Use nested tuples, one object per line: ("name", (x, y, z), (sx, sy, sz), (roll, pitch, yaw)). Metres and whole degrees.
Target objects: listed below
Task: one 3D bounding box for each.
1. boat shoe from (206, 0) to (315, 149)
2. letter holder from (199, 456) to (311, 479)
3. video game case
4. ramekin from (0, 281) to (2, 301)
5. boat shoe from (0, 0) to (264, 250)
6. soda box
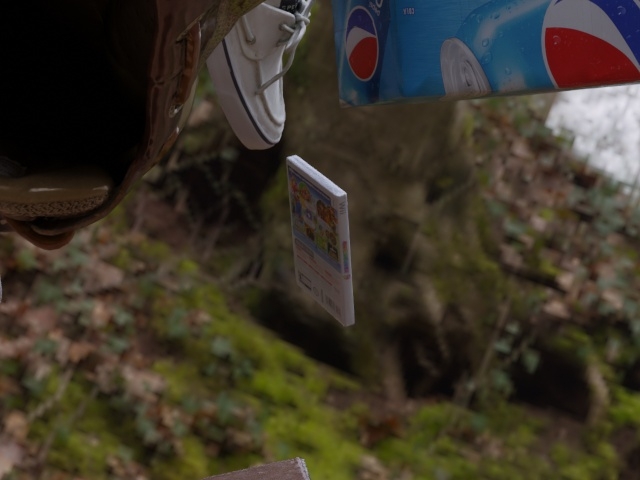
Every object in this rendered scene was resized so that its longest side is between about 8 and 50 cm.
("boat shoe", (-0.068, -0.291, 2.150), (0.156, 0.136, 0.367), (-8, -66, 14))
("letter holder", (-0.096, 0.333, 1.643), (0.214, 0.152, 0.302), (-10, 7, -4))
("video game case", (0.000, 0.000, 1.398), (0.087, 0.011, 0.122), (40, -39, 51))
("ramekin", (-0.348, 0.079, 1.316), (0.207, 0.109, 0.207), (-7, -26, -4))
("boat shoe", (-0.106, -0.065, 0.653), (0.123, 0.123, 0.342), (45, -33, -11))
("soda box", (0.114, -0.106, 0.835), (0.210, 0.067, 0.071), (-7, 3, -24))
